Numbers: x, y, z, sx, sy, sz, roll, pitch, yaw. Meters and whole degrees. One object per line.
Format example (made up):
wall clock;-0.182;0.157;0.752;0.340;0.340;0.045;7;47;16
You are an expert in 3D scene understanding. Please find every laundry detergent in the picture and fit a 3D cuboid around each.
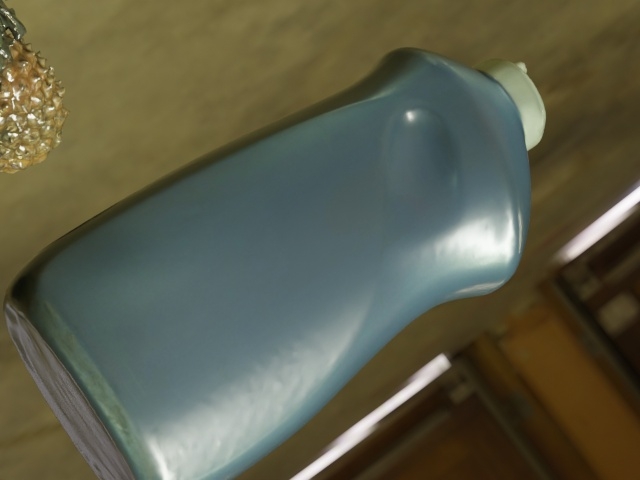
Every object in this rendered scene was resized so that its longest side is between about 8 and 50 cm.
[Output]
laundry detergent;0.000;0.000;0.637;0.206;0.097;0.061;-35;176;-23

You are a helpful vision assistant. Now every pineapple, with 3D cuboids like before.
pineapple;-0.186;-0.105;1.017;0.074;0.074;0.159;-33;144;-14
